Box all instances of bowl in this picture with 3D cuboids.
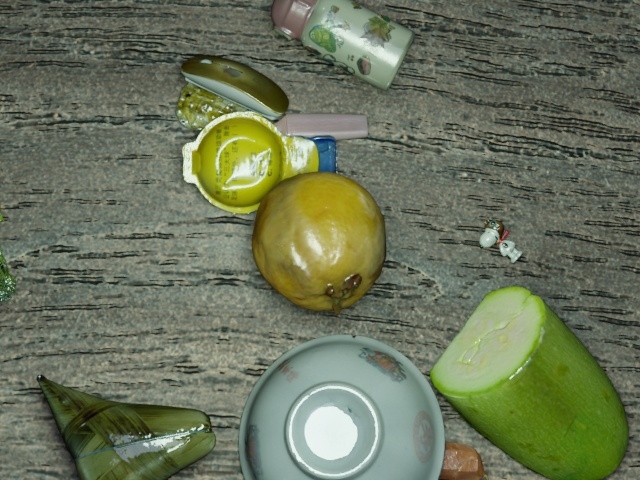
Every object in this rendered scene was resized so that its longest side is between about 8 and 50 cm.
[{"bbox_3d":[0.025,0.303,1.467,0.345,0.157,0.345,-2,74,6],"label":"bowl"}]

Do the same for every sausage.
[{"bbox_3d":[0.196,0.366,1.558,0.169,0.065,0.065,6,77,-6],"label":"sausage"}]

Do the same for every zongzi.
[{"bbox_3d":[-0.304,0.276,1.493,0.221,0.112,0.242,-26,81,-10],"label":"zongzi"}]

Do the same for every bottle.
[{"bbox_3d":[0.033,-0.371,1.670,0.253,0.120,0.120,26,76,0],"label":"bottle"}]

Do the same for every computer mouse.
[{"bbox_3d":[-0.146,-0.276,1.646,0.199,0.045,0.102,26,31,-1],"label":"computer mouse"}]

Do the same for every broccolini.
[{"bbox_3d":[-0.532,-0.002,1.560,0.058,0.067,0.216,-2,69,-11],"label":"broccolini"}]

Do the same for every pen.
[{"bbox_3d":[-0.015,-0.200,1.671,0.197,0.032,0.053,-2,80,-10],"label":"pen"}]

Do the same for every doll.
[{"bbox_3d":[0.321,-0.001,1.666,0.085,0.040,0.058,24,89,3],"label":"doll"}]

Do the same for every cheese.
[{"bbox_3d":[-0.101,-0.134,1.618,0.270,0.069,0.177,-2,96,-13],"label":"cheese"}]

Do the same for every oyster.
[{"bbox_3d":[-0.186,-0.227,1.657,0.121,0.045,0.146,-34,83,2],"label":"oyster"}]

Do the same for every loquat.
[{"bbox_3d":[0.000,0.000,1.550,0.238,0.193,0.238,9,55,-12],"label":"loquat"}]

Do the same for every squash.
[{"bbox_3d":[0.384,0.267,1.606,0.309,0.210,0.233,45,73,-25],"label":"squash"}]
